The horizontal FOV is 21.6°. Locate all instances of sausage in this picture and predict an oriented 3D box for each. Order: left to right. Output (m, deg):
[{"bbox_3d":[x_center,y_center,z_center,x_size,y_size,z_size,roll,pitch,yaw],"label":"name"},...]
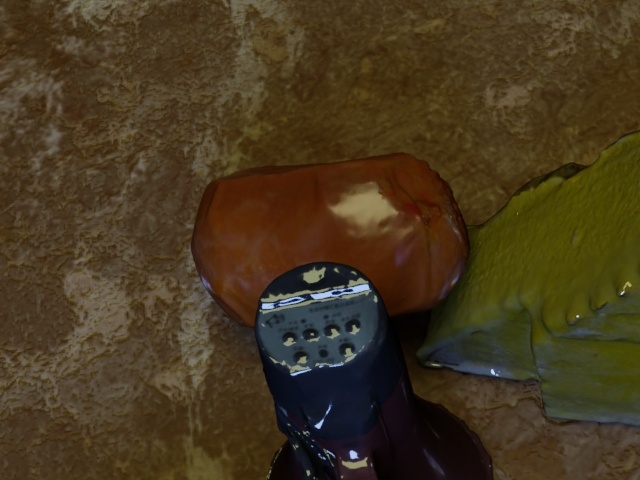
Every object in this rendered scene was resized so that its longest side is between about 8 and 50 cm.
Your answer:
[{"bbox_3d":[0.000,0.001,1.452,0.268,0.153,0.141,-3,96,40],"label":"sausage"}]

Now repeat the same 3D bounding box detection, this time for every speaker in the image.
[{"bbox_3d":[0.013,0.181,1.278,0.198,0.329,0.259,11,68,17],"label":"speaker"}]

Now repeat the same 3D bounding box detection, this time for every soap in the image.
[{"bbox_3d":[0.204,0.001,1.328,0.304,0.339,0.169,6,59,13],"label":"soap"}]
